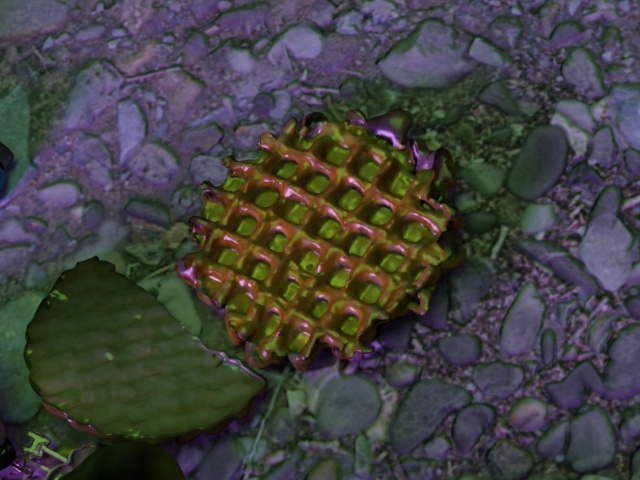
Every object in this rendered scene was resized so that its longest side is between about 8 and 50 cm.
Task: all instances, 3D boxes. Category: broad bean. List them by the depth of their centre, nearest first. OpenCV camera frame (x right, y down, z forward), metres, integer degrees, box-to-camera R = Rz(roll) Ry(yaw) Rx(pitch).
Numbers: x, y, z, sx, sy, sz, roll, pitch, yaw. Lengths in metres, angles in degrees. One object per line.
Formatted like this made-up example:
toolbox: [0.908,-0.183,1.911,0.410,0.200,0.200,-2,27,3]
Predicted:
broad bean: [-0.211,0.275,1.410,0.153,0.072,0.207,15,36,8]

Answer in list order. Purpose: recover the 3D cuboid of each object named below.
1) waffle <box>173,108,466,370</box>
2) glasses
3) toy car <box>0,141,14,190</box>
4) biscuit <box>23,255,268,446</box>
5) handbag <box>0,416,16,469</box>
waffle: [0.010,-0.005,1.591,0.329,0.062,0.329,-6,61,11]
glasses: [-0.260,0.298,1.490,0.162,0.095,0.255,-10,59,10]
toy car: [-0.449,-0.096,1.728,0.161,0.098,0.126,31,73,23]
biscuit: [-0.208,0.132,1.558,0.273,0.036,0.187,37,52,27]
handbag: [-0.450,0.205,1.509,0.254,0.181,0.181,-25,99,-23]
